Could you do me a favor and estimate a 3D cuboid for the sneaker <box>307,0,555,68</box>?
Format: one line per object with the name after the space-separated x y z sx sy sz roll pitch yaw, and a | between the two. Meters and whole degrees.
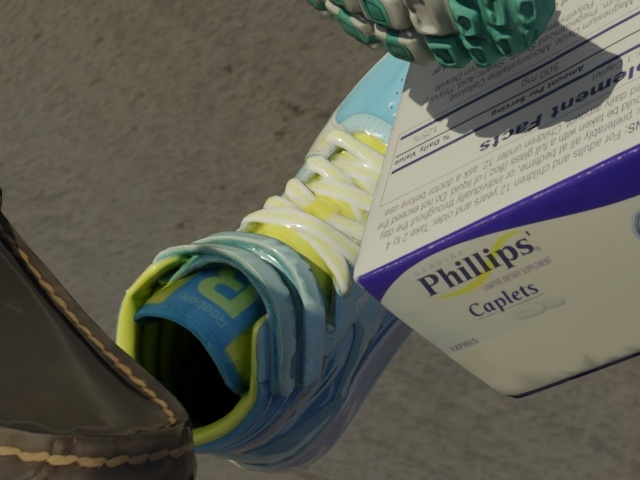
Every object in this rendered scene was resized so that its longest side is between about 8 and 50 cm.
0.003 -0.109 0.392 0.166 0.065 0.076 39 75 26 | sneaker

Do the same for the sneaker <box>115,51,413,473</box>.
0.000 0.000 0.873 0.127 0.208 0.319 30 95 22 | sneaker

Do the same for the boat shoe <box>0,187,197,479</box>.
-0.174 -0.027 0.437 0.132 0.355 0.130 -3 119 -59 | boat shoe

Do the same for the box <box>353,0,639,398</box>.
0.090 -0.039 0.444 0.072 0.126 0.137 40 46 -25 | box
